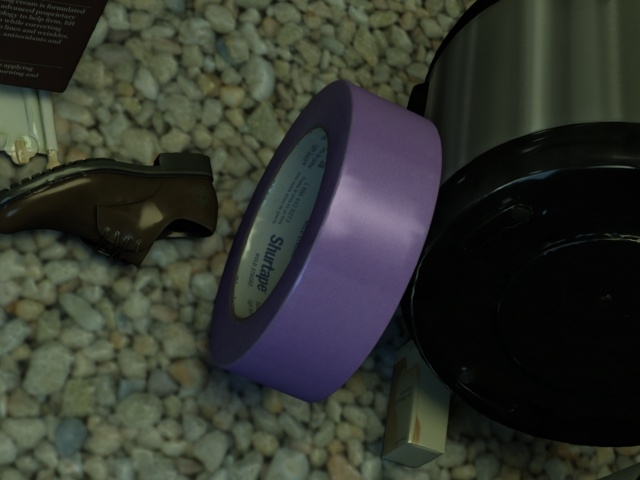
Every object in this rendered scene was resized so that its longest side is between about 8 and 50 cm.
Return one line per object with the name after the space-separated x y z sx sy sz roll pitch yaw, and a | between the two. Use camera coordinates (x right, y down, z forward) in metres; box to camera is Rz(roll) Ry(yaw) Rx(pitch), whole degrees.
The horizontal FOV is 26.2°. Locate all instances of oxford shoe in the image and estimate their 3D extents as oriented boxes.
-0.192 -0.022 1.245 0.227 0.083 0.096 -7 75 -28 | oxford shoe

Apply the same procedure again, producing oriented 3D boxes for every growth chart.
-0.354 -0.147 1.256 0.237 0.021 0.172 5 65 -25 | growth chart

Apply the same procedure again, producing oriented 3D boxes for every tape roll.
0.000 0.000 1.214 0.090 0.275 0.274 23 59 -15 | tape roll

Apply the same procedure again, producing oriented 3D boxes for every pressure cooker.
0.267 -0.060 1.309 0.376 0.370 0.420 28 40 -15 | pressure cooker

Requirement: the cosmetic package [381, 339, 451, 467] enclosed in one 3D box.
0.095 0.155 1.322 0.041 0.060 0.115 19 59 -17 | cosmetic package

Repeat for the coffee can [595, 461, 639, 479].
0.278 0.306 1.214 0.202 0.275 0.201 11 63 -23 | coffee can

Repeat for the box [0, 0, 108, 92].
-0.284 -0.264 1.216 0.168 0.203 0.167 6 53 -28 | box
